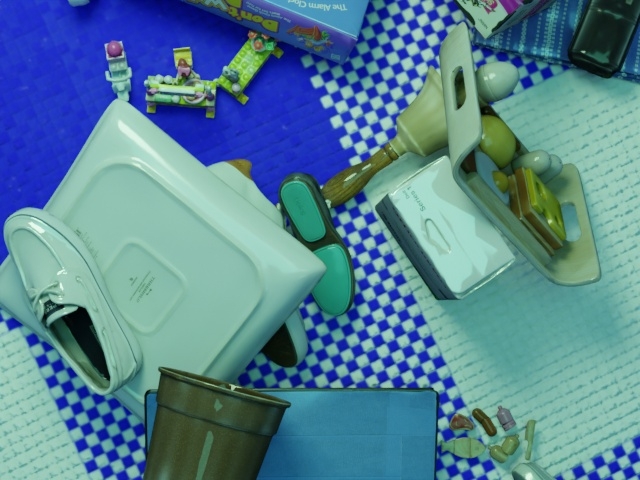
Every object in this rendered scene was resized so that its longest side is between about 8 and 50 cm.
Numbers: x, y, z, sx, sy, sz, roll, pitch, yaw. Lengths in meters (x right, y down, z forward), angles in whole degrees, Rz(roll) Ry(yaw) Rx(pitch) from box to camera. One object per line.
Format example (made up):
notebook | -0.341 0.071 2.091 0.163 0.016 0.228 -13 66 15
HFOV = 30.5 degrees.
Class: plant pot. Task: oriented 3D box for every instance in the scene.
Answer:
plant pot | -0.138 0.252 1.409 0.167 0.167 0.165 17 85 -2

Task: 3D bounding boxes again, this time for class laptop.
laptop | -0.034 0.419 1.459 0.382 0.236 0.408 0 49 -2

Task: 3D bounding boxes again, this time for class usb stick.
usb stick | 0.417 -0.355 1.600 0.077 0.045 0.278 22 83 8

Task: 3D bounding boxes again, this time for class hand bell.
hand bell | 0.087 -0.116 1.585 0.242 0.126 0.126 -35 89 7

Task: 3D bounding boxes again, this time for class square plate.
square plate | -0.225 0.056 1.504 0.344 0.049 0.347 39 110 1

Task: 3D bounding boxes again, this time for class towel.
towel | 0.393 -0.353 1.634 0.336 0.040 0.243 11 85 -2

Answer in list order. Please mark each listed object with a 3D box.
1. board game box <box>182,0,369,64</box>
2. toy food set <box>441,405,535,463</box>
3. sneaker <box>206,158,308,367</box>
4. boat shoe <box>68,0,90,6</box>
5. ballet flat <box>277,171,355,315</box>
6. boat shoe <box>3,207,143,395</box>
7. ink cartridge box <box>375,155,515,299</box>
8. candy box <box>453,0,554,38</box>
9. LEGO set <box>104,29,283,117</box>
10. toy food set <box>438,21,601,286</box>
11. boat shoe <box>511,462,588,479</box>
board game box | -0.088 -0.406 1.546 0.347 0.078 0.233 21 68 -7
toy food set | 0.228 0.261 1.599 0.122 0.019 0.078 9 86 5
sneaker | -0.068 0.024 1.558 0.123 0.106 0.290 -35 107 -40
boat shoe | -0.302 -0.464 1.577 0.102 0.108 0.301 -2 79 -2
ballet flat | 0.000 0.000 1.570 0.074 0.074 0.203 -22 104 -4
boat shoe | -0.314 0.075 1.459 0.095 0.084 0.258 -35 95 20
ink cartridge box | 0.155 -0.011 1.510 0.092 0.219 0.160 -34 89 -4
candy box | 0.229 -0.359 1.510 0.159 0.233 0.071 51 127 5
LEGO set | -0.142 -0.241 1.565 0.287 0.107 0.132 -18 88 -4
toy food set | 0.255 -0.105 1.466 0.092 0.220 0.306 -28 130 26
boat shoe | 0.354 0.366 1.575 0.227 0.079 0.081 45 76 -5
